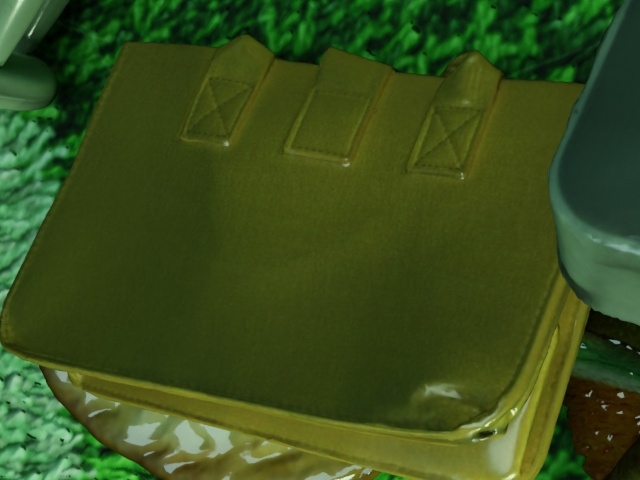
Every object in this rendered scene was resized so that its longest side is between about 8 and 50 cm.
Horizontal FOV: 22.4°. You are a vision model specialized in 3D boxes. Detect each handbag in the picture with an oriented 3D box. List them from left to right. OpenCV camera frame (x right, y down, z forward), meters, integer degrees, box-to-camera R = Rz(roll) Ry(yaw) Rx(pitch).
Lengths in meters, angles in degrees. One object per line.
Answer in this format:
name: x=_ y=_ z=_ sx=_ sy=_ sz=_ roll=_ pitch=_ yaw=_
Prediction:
handbag: x=0.000 y=0.000 z=1.101 sx=0.401 sy=0.133 sz=0.283 roll=9 pitch=70 yaw=30

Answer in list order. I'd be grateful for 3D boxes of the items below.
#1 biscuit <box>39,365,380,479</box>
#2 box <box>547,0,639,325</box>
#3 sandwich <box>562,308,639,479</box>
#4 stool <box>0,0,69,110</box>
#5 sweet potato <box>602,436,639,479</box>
biscuit: x=-0.080 y=0.115 z=1.228 sx=0.299 sy=0.045 sz=0.154 roll=25 pitch=98 yaw=17
box: x=0.366 y=-0.091 z=0.931 sx=0.397 sy=0.111 sz=0.396 roll=16 pitch=58 yaw=19
sandwich: x=0.235 y=0.123 z=1.092 sx=0.185 sy=0.109 sz=0.160 roll=28 pitch=120 yaw=16
stool: x=-0.263 y=-0.220 z=1.205 sx=0.195 sy=0.195 sz=0.198 roll=20 pitch=100 yaw=-1
sweet potato: x=0.208 y=0.215 z=1.007 sx=0.130 sy=0.130 sz=0.422 roll=34 pitch=112 yaw=16
